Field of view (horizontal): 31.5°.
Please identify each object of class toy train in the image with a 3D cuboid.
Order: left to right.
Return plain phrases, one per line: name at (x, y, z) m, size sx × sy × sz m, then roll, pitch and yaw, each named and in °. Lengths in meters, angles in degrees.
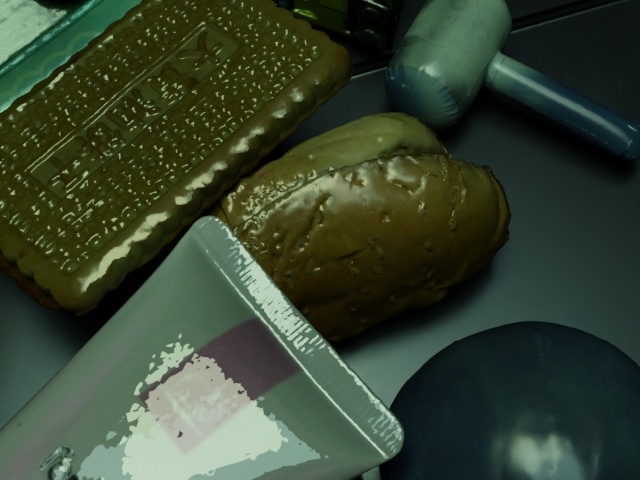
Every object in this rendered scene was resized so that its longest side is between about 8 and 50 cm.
toy train at (-0.212, -0.118, 0.825) m, size 0.248 × 0.101 × 0.159 m, roll -40°, pitch 88°, yaw -15°

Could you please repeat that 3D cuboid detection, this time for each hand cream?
hand cream at (-0.141, 0.162, 0.647) m, size 0.359 × 0.118 × 0.185 m, roll -42°, pitch 69°, yaw -3°

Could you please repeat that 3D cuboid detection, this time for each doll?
doll at (0.122, 0.174, 0.664) m, size 0.228 × 0.154 × 0.258 m, roll -2°, pitch 54°, yaw 6°

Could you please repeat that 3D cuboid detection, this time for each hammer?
hammer at (0.149, -0.108, 0.828) m, size 0.194 × 0.069 × 0.116 m, roll 29°, pitch 69°, yaw 7°

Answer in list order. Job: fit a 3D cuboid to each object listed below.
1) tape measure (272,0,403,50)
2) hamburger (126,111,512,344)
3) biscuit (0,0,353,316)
tape measure at (0.000, -0.256, 0.868) m, size 0.186 × 0.112 × 0.199 m, roll 19°, pitch 67°, yaw 10°
hamburger at (0.000, 0.000, 0.747) m, size 0.262 × 0.131 × 0.124 m, roll -25°, pitch 69°, yaw -5°
biscuit at (-0.120, -0.077, 0.738) m, size 0.172 × 0.029 × 0.254 m, roll 36°, pitch 71°, yaw 31°
